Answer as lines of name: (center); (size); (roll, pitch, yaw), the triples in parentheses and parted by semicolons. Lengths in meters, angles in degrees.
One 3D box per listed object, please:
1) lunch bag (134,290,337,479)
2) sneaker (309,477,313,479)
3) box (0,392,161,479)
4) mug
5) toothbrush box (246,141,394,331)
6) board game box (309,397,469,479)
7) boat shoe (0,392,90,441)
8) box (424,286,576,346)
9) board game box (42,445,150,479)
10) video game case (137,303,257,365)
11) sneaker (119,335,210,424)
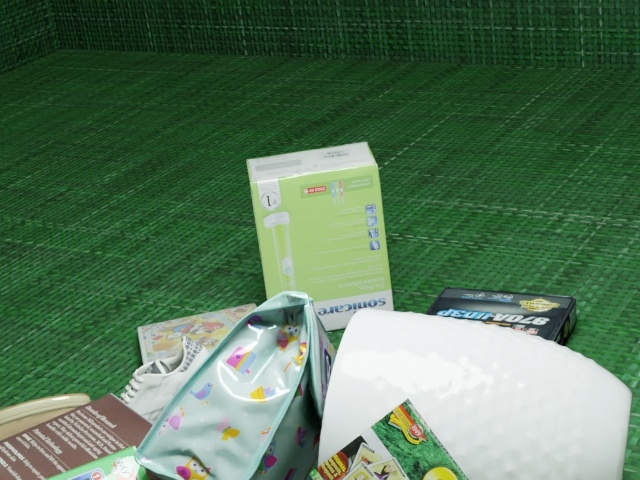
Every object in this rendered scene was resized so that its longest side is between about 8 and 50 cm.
lunch bag: (-0.064, 0.202, 1.472); (0.160, 0.223, 0.262); (27, 75, 22)
sneaker: (-0.033, 0.275, 1.664); (0.153, 0.101, 0.268); (-7, 33, -42)
box: (-0.294, 0.323, 1.550); (0.203, 0.168, 0.167); (-22, 26, -31)
mug: (0.179, 0.274, 1.448); (0.328, 0.276, 0.374); (7, 56, 15)
toothbrush box: (0.000, 0.000, 2.059); (0.206, 0.283, 0.122); (-9, 22, -3)
board game box: (0.117, 0.311, 1.328); (0.136, 0.260, 0.030); (-39, -11, 5)
boat shoe: (-0.446, 0.303, 1.643); (0.341, 0.110, 0.121); (-25, -13, 1)
box: (0.269, 0.138, 1.950); (0.220, 0.051, 0.175); (5, 26, 25)
board game box: (-0.236, 0.392, 1.326); (0.213, 0.046, 0.317); (-17, 57, -22)
video game case: (-0.189, 0.161, 2.033); (0.206, 0.026, 0.227); (-11, 14, -8)
sneaker: (-0.246, 0.228, 1.766); (0.235, 0.095, 0.090); (-38, 25, 2)
